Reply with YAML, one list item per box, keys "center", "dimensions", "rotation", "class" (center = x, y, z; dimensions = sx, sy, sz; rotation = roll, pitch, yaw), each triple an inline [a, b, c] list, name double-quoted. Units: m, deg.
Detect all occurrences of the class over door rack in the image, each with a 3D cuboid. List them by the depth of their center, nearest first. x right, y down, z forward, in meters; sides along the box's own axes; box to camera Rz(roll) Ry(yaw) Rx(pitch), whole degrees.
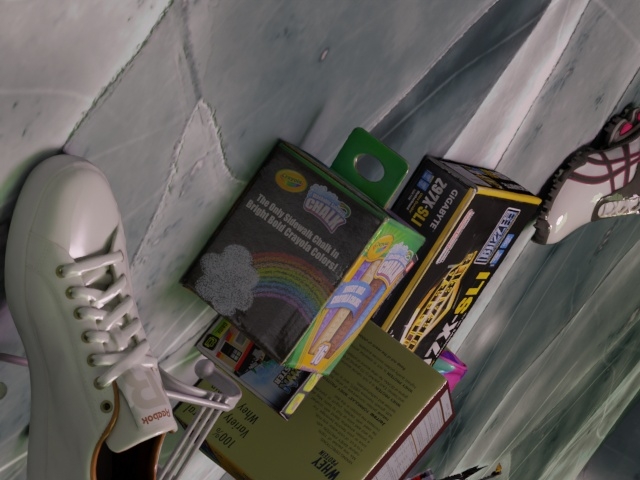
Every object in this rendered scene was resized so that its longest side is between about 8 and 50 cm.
- center: [-0.240, 0.186, 1.436]
  dimensions: [0.324, 0.108, 0.239]
  rotation: [11, 114, -52]
  class: "over door rack"

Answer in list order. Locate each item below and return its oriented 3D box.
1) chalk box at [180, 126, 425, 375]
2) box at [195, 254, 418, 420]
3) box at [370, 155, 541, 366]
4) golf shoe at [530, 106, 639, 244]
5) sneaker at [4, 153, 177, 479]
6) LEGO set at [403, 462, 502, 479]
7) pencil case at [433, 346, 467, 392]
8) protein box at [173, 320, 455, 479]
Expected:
- center: [0.000, 0.000, 1.595]
  dimensions: [0.213, 0.132, 0.132]
  rotation: [-53, 160, 3]
  class: "chalk box"
- center: [-0.013, 0.060, 1.692]
  dimensions: [0.207, 0.114, 0.036]
  rotation: [-51, 160, -8]
  class: "box"
- center: [0.111, 0.060, 2.022]
  dimensions: [0.322, 0.079, 0.257]
  rotation: [-58, 161, 11]
  class: "box"
- center: [0.399, -0.075, 2.380]
  dimensions: [0.273, 0.120, 0.105]
  rotation: [-42, 159, -26]
  class: "golf shoe"
- center: [-0.152, 0.081, 1.270]
  dimensions: [0.106, 0.123, 0.290]
  rotation: [-20, 113, -46]
  class: "sneaker"
- center: [0.121, 0.435, 2.597]
  dimensions: [0.255, 0.192, 0.331]
  rotation: [-31, 170, 31]
  class: "LEGO set"
- center: [0.088, 0.228, 2.219]
  dimensions: [0.236, 0.104, 0.104]
  rotation: [-56, 160, 3]
  class: "pencil case"
- center: [-0.003, 0.180, 1.783]
  dimensions: [0.201, 0.200, 0.136]
  rotation: [-49, 159, -13]
  class: "protein box"
